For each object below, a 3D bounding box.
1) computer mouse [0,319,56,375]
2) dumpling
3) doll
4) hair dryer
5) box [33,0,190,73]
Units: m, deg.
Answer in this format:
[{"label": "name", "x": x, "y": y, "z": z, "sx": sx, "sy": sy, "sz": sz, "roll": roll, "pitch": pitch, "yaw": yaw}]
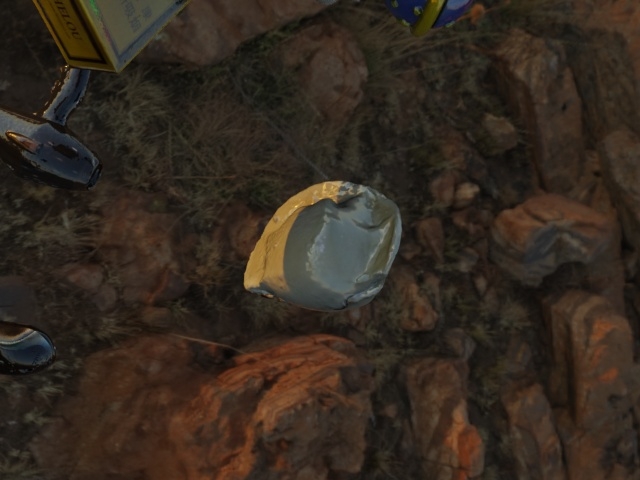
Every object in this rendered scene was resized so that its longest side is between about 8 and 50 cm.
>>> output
[{"label": "computer mouse", "x": -0.789, "y": 0.277, "z": 1.595, "sx": 0.096, "sy": 0.233, "sz": 0.137, "roll": -72, "pitch": 169, "yaw": -63}, {"label": "dumpling", "x": 0.000, "y": -0.003, "z": 0.997, "sx": 0.243, "sy": 0.175, "sz": 0.227, "roll": 8, "pitch": 65, "yaw": 4}, {"label": "doll", "x": 0.128, "y": -0.420, "z": 0.926, "sx": 0.242, "sy": 0.311, "sz": 0.160, "roll": 26, "pitch": 90, "yaw": -3}, {"label": "hair dryer", "x": -0.464, "y": -0.284, "z": 1.094, "sx": 0.303, "sy": 0.120, "sz": 0.360, "roll": 31, "pitch": 88, "yaw": -3}, {"label": "box", "x": -0.218, "y": -0.365, "z": 0.739, "sx": 0.302, "sy": 0.083, "sz": 0.193, "roll": -60, "pitch": 152, "yaw": -33}]
